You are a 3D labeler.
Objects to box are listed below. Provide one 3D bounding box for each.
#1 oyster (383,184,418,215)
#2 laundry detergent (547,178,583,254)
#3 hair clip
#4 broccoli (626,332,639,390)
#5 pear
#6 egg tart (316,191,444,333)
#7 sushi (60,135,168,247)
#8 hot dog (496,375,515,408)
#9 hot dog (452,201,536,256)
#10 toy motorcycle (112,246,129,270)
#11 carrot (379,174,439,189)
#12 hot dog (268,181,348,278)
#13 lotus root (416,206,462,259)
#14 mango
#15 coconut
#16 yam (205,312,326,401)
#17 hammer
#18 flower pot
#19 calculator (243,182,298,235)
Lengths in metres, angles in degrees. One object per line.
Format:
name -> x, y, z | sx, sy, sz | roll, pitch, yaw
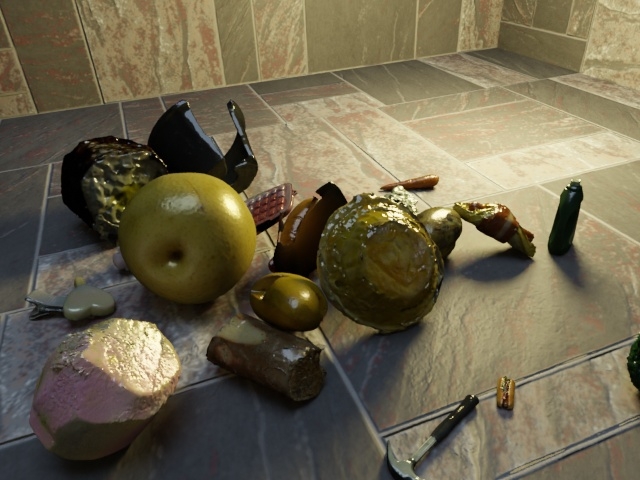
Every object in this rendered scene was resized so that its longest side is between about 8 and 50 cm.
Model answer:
oyster -> 0.184, -0.065, 1.466 | 0.163, 0.158, 0.351 | -1, 29, 37
laundry detergent -> 0.688, -0.070, 1.397 | 0.063, 0.210, 0.137 | 21, 41, 31
hair clip -> -0.636, 0.155, 1.291 | 0.219, 0.071, 0.159 | 3, 31, 1
broccoli -> 0.749, 0.225, 0.921 | 0.298, 0.297, 0.297 | 7, 28, -25
pear -> -0.334, -0.011, 1.277 | 0.349, 0.347, 0.348 | -2, 33, 1
egg tart -> 0.157, 0.050, 1.169 | 0.342, 0.340, 0.132 | -17, -2, -21
sushi -> -0.652, -0.174, 1.587 | 0.300, 0.281, 0.294 | -31, 38, -26
hot dog -> 0.378, 0.306, 1.017 | 0.037, 0.021, 0.083 | 8, 36, 14
hot dog -> 0.505, -0.054, 1.420 | 0.262, 0.093, 0.123 | 28, 24, 0
toy motorcycle -> -0.485, 0.015, 1.474 | 0.255, 0.112, 0.112 | -25, 39, -27
carrot -> 0.316, -0.200, 1.782 | 0.217, 0.048, 0.048 | -9, 33, 0
hot dog -> -0.053, -0.016, 1.411 | 0.326, 0.194, 0.107 | -41, 16, -33
lotus root -> 0.290, -0.001, 1.380 | 0.154, 0.153, 0.278 | 21, 41, 31
mango -> -0.071, 0.141, 1.138 | 0.167, 0.129, 0.262 | 15, -4, -23
coconut -> -0.411, 0.277, 0.938 | 0.233, 0.245, 0.233 | 34, 28, -21
yam -> -0.112, 0.245, 1.057 | 0.239, 0.128, 0.129 | 18, 83, 29
hammer -> 0.218, 0.361, 0.942 | 0.103, 0.029, 0.246 | 27, 42, 36
flower pot -> -0.378, -0.281, 1.749 | 0.380, 0.379, 0.251 | -25, 60, -30
calculator -> -0.208, -0.069, 1.510 | 0.330, 0.048, 0.220 | -26, 29, 16
